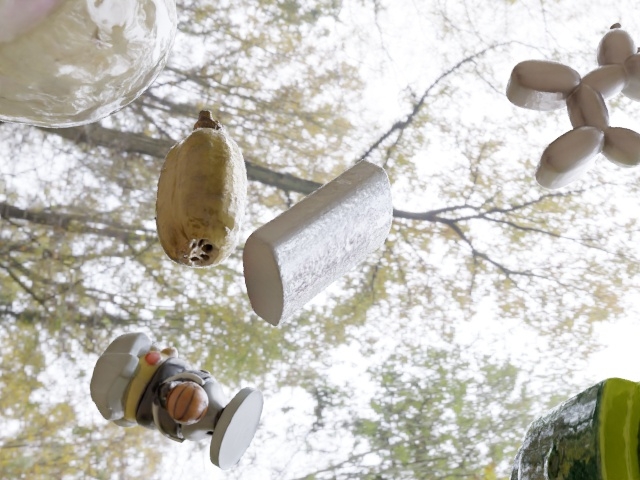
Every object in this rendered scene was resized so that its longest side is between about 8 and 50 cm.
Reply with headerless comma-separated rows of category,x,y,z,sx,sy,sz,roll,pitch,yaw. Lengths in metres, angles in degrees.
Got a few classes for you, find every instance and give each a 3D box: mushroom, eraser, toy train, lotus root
mushroom,-0.208,-0.179,0.456,0.255,0.255,0.184,19,-115,41
eraser,0.000,0.000,1.180,0.095,0.270,0.174,30,-41,32
toy train,0.339,0.228,0.662,0.442,0.273,0.179,108,-7,-61
lotus root,-0.217,-0.101,1.359,0.169,0.151,0.342,-27,-134,30

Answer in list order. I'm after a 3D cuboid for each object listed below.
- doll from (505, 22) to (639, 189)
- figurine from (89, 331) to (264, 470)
doll,0.261,-0.131,0.676,0.160,0.059,0.160,-10,-115,0
figurine,-0.213,0.218,1.024,0.237,0.176,0.133,20,-112,20
